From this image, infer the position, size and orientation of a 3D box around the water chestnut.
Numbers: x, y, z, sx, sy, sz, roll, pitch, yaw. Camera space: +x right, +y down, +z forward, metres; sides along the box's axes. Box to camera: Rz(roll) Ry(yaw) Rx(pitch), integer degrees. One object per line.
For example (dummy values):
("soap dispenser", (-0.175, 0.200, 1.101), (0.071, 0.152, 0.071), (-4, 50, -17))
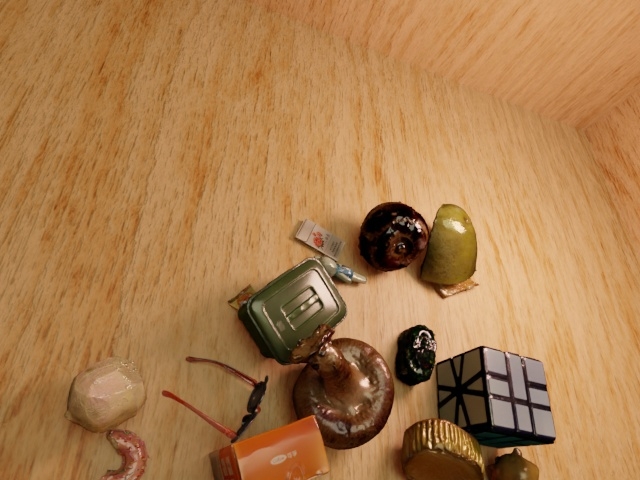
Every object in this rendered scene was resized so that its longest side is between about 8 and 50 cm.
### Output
("water chestnut", (0.289, -0.023, 1.743), (0.300, 0.300, 0.299), (12, 57, -19))

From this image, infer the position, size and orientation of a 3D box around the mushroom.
("mushroom", (0.083, 0.438, 1.315), (0.334, 0.356, 0.331), (35, 38, 19))

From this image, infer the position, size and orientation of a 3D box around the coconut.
("coconut", (-0.572, 0.412, 1.116), (0.195, 0.194, 0.194), (12, 57, -19))

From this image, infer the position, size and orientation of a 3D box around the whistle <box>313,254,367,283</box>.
("whistle", (0.076, 0.125, 1.660), (0.236, 0.077, 0.114), (22, 22, -19))

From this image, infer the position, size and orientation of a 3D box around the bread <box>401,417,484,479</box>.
("bread", (0.391, 0.705, 1.371), (0.254, 0.227, 0.142), (30, 32, 0))

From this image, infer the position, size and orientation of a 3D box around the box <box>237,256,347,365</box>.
("box", (-0.103, 0.237, 1.423), (0.329, 0.178, 0.252), (-33, 95, -38))

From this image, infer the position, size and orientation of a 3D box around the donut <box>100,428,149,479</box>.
("donut", (-0.513, 0.583, 1.114), (0.117, 0.065, 0.165), (2, 62, -23))

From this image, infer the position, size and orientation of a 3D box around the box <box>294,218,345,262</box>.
("box", (0.000, 0.000, 1.723), (0.198, 0.029, 0.109), (31, 53, -6))

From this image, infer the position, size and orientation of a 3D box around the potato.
("potato", (0.583, -0.006, 1.806), (0.213, 0.279, 0.330), (16, 44, 22))

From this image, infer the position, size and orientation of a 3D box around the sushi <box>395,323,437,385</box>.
("sushi", (0.363, 0.426, 1.581), (0.124, 0.127, 0.224), (26, 52, -9))

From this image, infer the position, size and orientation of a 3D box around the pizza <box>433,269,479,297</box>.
("pizza", (0.609, 0.163, 1.908), (0.262, 0.034, 0.181), (-6, 64, -25))

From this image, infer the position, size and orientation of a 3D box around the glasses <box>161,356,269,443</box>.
("glasses", (-0.294, 0.434, 1.227), (0.268, 0.118, 0.234), (35, 21, -5))

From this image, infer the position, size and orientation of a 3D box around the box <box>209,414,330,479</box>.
("box", (-0.147, 0.583, 1.112), (0.225, 0.341, 0.143), (-8, 64, -29))

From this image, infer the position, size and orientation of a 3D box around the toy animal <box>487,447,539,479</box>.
("toy animal", (0.665, 0.858, 1.444), (0.195, 0.169, 0.281), (59, 33, -40))

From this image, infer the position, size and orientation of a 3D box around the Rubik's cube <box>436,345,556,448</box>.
("Rubik's cube", (0.616, 0.571, 1.518), (0.284, 0.288, 0.293), (16, 58, -18))

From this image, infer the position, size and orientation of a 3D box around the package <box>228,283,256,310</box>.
("package", (-0.245, 0.225, 1.473), (0.120, 0.031, 0.108), (46, 53, 6))
